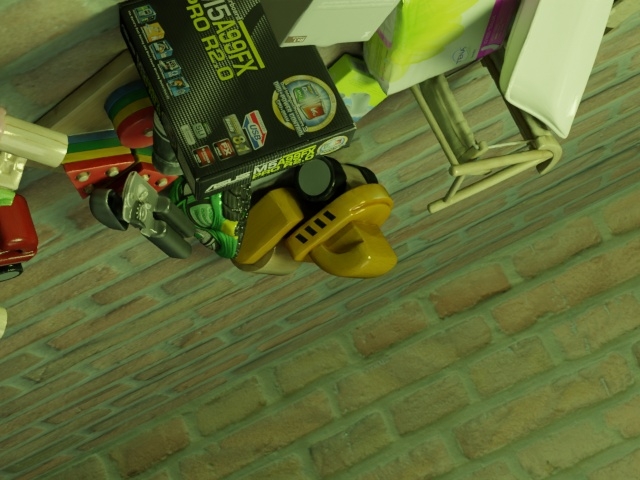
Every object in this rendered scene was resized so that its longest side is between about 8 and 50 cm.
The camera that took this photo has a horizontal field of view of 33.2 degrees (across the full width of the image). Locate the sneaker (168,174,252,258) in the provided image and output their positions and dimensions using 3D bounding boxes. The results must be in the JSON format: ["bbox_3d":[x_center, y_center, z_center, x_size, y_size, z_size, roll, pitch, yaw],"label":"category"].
[{"bbox_3d":[-0.203,-0.060,1.949,0.146,0.134,0.343,12,166,0],"label":"sneaker"}]

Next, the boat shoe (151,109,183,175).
[{"bbox_3d":[-0.133,-0.191,1.526,0.335,0.121,0.119,-33,160,-49],"label":"boat shoe"}]

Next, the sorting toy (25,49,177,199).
[{"bbox_3d":[-0.280,-0.149,1.594,0.257,0.089,0.255,-33,161,22],"label":"sorting toy"}]

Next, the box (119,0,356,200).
[{"bbox_3d":[-0.109,-0.209,1.365,0.216,0.270,0.060,-20,163,-15],"label":"box"}]

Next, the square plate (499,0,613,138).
[{"bbox_3d":[0.384,-0.357,1.703,0.347,0.049,0.343,11,97,-63],"label":"square plate"}]

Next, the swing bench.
[{"bbox_3d":[0.264,-0.222,1.859,0.255,0.253,0.165,-20,162,-17],"label":"swing bench"}]

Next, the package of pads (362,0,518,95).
[{"bbox_3d":[0.182,-0.352,1.631,0.229,0.101,0.296,-23,162,-9],"label":"package of pads"}]

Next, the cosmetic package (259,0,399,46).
[{"bbox_3d":[-0.018,-0.336,1.178,0.127,0.238,0.107,-14,158,-34],"label":"cosmetic package"}]

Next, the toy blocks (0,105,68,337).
[{"bbox_3d":[-0.505,-0.059,1.274,0.260,0.309,0.288,17,94,-36],"label":"toy blocks"}]

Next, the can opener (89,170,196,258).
[{"bbox_3d":[-0.278,-0.037,1.687,0.095,0.075,0.283,6,166,10],"label":"can opener"}]

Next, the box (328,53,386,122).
[{"bbox_3d":[0.026,-0.234,1.810,0.109,0.042,0.178,14,140,-42],"label":"box"}]

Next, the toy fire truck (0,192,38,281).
[{"bbox_3d":[-0.512,-0.036,1.548,0.217,0.158,0.246,-11,167,-37],"label":"toy fire truck"}]

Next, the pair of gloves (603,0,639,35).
[{"bbox_3d":[0.476,-0.409,1.972,0.240,0.042,0.204,-7,158,-41],"label":"pair of gloves"}]

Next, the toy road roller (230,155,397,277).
[{"bbox_3d":[0.000,0.000,2.119,0.329,0.240,0.202,-39,158,21],"label":"toy road roller"}]
